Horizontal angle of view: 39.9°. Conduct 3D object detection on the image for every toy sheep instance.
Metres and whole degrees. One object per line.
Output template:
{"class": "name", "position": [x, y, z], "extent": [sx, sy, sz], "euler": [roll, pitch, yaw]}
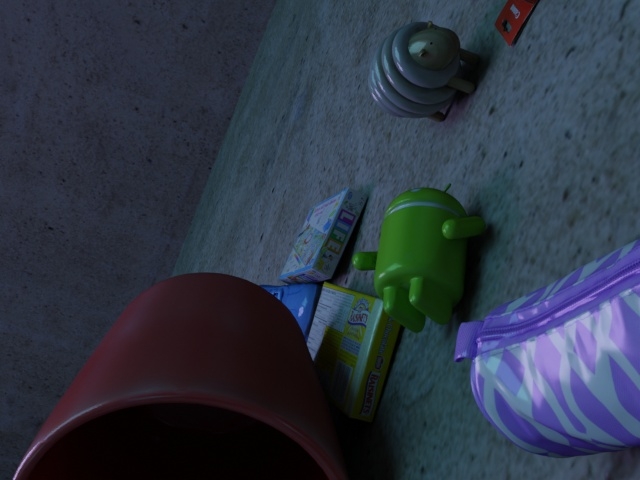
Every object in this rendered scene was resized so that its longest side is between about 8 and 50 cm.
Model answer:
{"class": "toy sheep", "position": [0.087, -0.150, 0.800], "extent": [0.132, 0.091, 0.091], "euler": [132, 153, -59]}

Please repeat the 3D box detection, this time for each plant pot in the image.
{"class": "plant pot", "position": [-0.109, 0.169, 0.776], "extent": [0.243, 0.275, 0.274], "euler": [-93, 25, -62]}

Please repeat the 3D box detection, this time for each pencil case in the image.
{"class": "pencil case", "position": [0.139, 0.033, 0.350], "extent": [0.206, 0.088, 0.086], "euler": [130, 157, -58]}

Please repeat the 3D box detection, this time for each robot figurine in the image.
{"class": "robot figurine", "position": [0.077, 0.010, 0.665], "extent": [0.101, 0.067, 0.115], "euler": [-24, 43, 41]}

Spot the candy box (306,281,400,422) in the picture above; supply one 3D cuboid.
{"class": "candy box", "position": [0.024, 0.099, 0.841], "extent": [0.206, 0.027, 0.105], "euler": [-172, 100, -76]}

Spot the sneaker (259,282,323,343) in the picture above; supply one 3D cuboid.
{"class": "sneaker", "position": [-0.056, 0.085, 1.064], "extent": [0.209, 0.082, 0.069], "euler": [152, 137, -69]}

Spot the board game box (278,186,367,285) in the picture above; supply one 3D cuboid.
{"class": "board game box", "position": [0.000, 0.000, 1.040], "extent": [0.103, 0.026, 0.154], "euler": [-66, 12, -13]}

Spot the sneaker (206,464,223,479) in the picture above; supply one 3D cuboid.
{"class": "sneaker", "position": [-0.085, 0.295, 0.870], "extent": [0.235, 0.095, 0.090], "euler": [-96, 30, -57]}

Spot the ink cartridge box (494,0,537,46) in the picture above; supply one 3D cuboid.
{"class": "ink cartridge box", "position": [0.164, -0.222, 0.714], "extent": [0.062, 0.029, 0.115], "euler": [-95, 28, -59]}
